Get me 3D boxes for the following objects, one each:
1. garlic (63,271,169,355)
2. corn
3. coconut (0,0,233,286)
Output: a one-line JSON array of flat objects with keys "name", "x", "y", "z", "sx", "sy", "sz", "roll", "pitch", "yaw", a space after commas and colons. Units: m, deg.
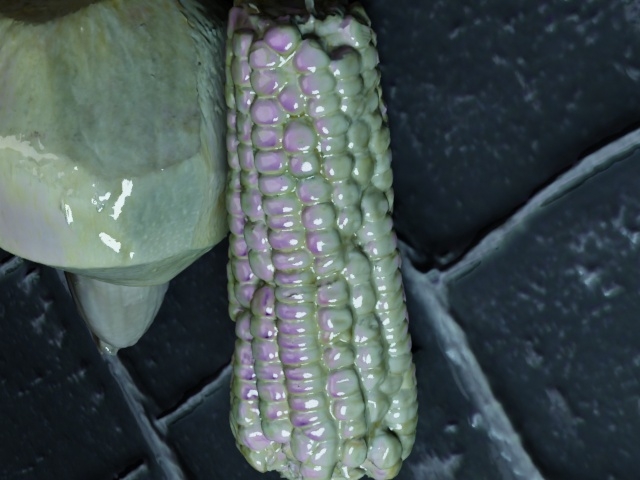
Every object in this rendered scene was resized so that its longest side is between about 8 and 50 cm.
[{"name": "garlic", "x": -0.162, "y": -0.003, "z": 1.372, "sx": 0.101, "sy": 0.087, "sz": 0.195, "roll": 14, "pitch": 123, "yaw": 62}, {"name": "corn", "x": -0.002, "y": 0.000, "z": 1.152, "sx": 0.127, "sy": 0.127, "sz": 0.335, "roll": 17, "pitch": 115, "yaw": 45}, {"name": "coconut", "x": -0.147, "y": -0.073, "z": 1.207, "sx": 0.197, "sy": 0.237, "sz": 0.236, "roll": 1, "pitch": 113, "yaw": 13}]
